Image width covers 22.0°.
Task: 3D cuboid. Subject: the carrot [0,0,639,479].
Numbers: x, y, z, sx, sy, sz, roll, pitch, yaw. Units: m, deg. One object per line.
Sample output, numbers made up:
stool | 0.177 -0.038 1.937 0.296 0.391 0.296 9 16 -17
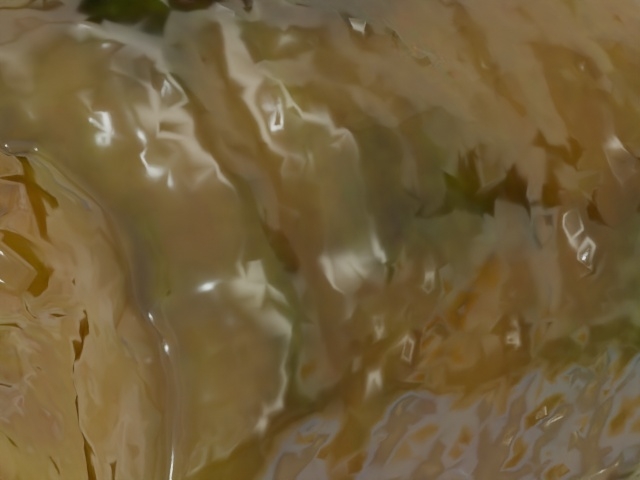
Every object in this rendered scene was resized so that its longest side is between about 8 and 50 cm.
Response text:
carrot | 0.000 0.000 0.540 0.340 0.241 0.241 -12 60 -33
